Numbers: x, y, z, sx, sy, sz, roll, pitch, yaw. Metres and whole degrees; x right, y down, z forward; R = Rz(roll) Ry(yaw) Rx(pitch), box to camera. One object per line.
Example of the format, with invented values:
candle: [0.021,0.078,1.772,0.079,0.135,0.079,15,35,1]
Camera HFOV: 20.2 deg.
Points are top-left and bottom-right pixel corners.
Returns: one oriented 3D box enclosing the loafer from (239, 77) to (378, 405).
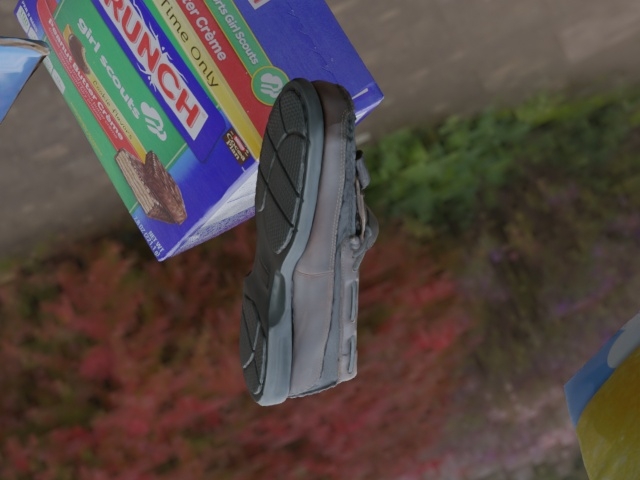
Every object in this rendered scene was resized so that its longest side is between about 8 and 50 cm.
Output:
loafer: [0.000,0.000,1.235,0.084,0.096,0.267,-4,131,-19]

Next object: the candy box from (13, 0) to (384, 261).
candy box: [-0.113,-0.154,1.457,0.122,0.268,0.317,-29,176,-25]

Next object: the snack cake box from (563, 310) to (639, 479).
snack cake box: [0.166,0.117,0.479,0.089,0.152,0.264,-47,-162,18]

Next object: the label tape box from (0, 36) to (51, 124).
label tape box: [-0.256,-0.095,0.510,0.334,0.106,0.240,3,174,-16]
